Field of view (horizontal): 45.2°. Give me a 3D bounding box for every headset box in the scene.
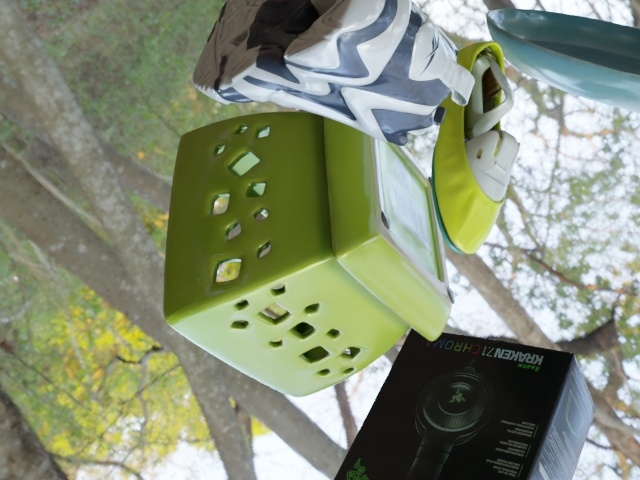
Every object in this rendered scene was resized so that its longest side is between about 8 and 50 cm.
[{"bbox_3d":[0.181,0.275,0.984,0.246,0.131,0.283,5,-129,40],"label":"headset box"}]

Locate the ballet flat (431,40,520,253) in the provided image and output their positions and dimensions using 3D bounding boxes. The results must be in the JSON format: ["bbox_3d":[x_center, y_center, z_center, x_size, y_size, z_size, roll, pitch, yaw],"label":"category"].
[{"bbox_3d":[0.150,-0.100,0.728,0.077,0.077,0.231,-26,-133,40],"label":"ballet flat"}]

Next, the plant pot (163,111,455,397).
[{"bbox_3d":[0.000,0.000,0.765,0.207,0.228,0.227,-20,-128,24],"label":"plant pot"}]

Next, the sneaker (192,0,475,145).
[{"bbox_3d":[0.013,-0.120,0.559,0.235,0.153,0.094,-3,-114,55],"label":"sneaker"}]

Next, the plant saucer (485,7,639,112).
[{"bbox_3d":[0.330,-0.191,0.832,0.318,0.317,0.044,-86,-174,-63],"label":"plant saucer"}]
